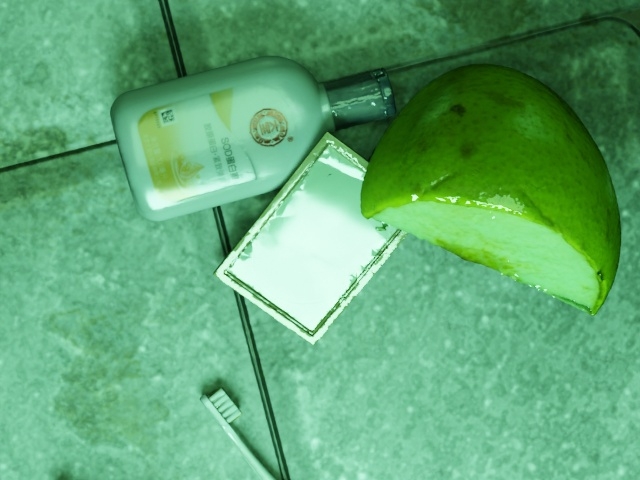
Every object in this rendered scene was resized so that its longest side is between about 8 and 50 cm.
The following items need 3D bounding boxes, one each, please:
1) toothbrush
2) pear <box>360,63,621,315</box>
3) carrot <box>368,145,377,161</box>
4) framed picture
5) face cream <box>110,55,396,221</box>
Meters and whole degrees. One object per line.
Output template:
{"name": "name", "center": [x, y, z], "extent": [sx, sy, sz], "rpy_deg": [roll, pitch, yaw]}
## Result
{"name": "toothbrush", "center": [-0.019, 0.298, 1.643], "extent": [0.030, 0.025, 0.342], "rpy_deg": [-36, 95, -4]}
{"name": "pear", "center": [0.210, -0.089, 1.551], "extent": [0.288, 0.139, 0.239], "rpy_deg": [23, 55, -12]}
{"name": "carrot", "center": [0.157, -0.041, 1.616], "extent": [0.228, 0.069, 0.069], "rpy_deg": [23, 91, -8]}
{"name": "framed picture", "center": [0.000, 0.000, 1.596], "extent": [0.136, 0.010, 0.201], "rpy_deg": [36, 108, -11]}
{"name": "face cream", "center": [-0.066, -0.118, 1.588], "extent": [0.291, 0.071, 0.144], "rpy_deg": [-14, 101, -5]}
